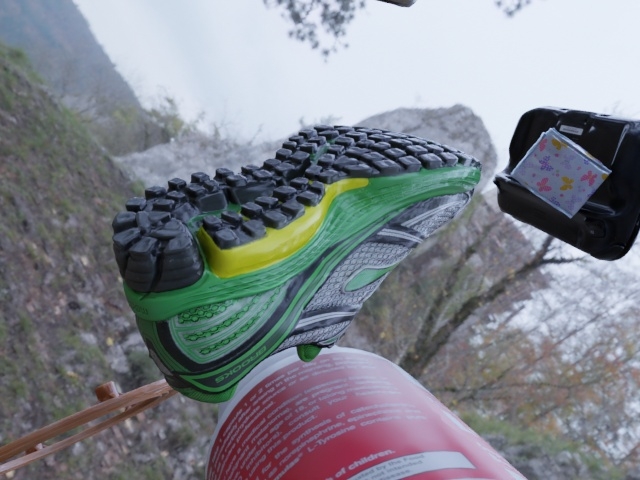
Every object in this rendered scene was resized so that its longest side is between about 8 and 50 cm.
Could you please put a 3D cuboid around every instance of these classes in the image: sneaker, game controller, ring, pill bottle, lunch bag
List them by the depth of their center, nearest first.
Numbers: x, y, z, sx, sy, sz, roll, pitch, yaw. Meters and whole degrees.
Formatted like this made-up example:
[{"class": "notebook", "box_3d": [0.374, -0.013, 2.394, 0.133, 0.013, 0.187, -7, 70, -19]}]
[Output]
[{"class": "sneaker", "box_3d": [0.000, 0.000, 0.545, 0.134, 0.344, 0.146, 25, -53, 40]}, {"class": "pill bottle", "box_3d": [0.031, 0.223, 0.563, 0.228, 0.229, 0.408, 66, -10, -17]}, {"class": "lunch bag", "box_3d": [0.269, -0.079, 0.786, 0.083, 0.071, 0.053, 31, 20, -7]}, {"class": "ring", "box_3d": [-0.300, 0.220, 0.828, 0.032, 0.337, 0.336, 64, -11, 9]}, {"class": "game controller", "box_3d": [0.321, -0.087, 0.905, 0.067, 0.166, 0.319, 20, 10, -15]}]

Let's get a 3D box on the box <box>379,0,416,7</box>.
[{"class": "box", "box_3d": [0.048, -0.256, 0.359, 0.127, 0.232, 0.148, 24, -29, 23]}]
